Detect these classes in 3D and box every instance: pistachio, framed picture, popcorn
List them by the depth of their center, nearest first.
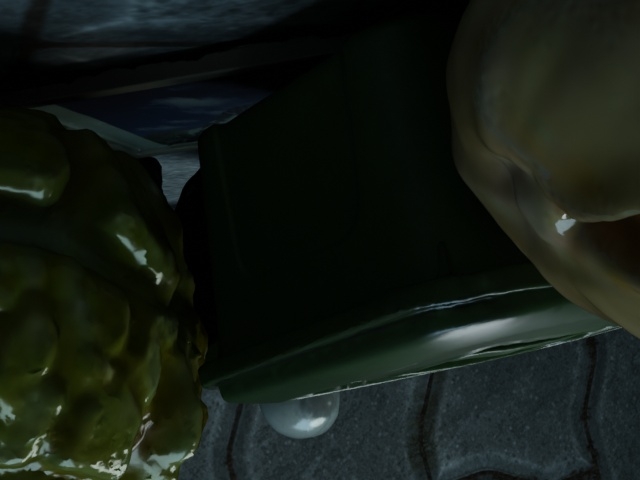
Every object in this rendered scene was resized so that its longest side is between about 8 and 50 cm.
[{"bbox_3d":[0.196,-0.063,0.524,0.309,0.230,0.230,-16,170,23],"label":"pistachio"},{"bbox_3d":[-0.212,0.049,0.785,0.282,0.282,0.247,-9,177,32],"label":"popcorn"},{"bbox_3d":[-0.048,-0.093,0.856,0.281,0.019,0.209,-7,173,21],"label":"framed picture"}]

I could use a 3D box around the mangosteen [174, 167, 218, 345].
[{"bbox_3d":[0.000,0.000,1.034,0.250,0.211,0.211,-34,166,14],"label":"mangosteen"}]

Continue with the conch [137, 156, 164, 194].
[{"bbox_3d":[-0.188,-0.010,0.986,0.122,0.176,0.188,-33,-173,18],"label":"conch"}]

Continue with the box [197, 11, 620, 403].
[{"bbox_3d":[0.098,-0.021,0.778,0.328,0.178,0.253,-7,171,-40],"label":"box"}]

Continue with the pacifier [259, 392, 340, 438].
[{"bbox_3d":[-0.037,0.066,1.456,0.332,0.273,0.220,-2,-171,-20],"label":"pacifier"}]
